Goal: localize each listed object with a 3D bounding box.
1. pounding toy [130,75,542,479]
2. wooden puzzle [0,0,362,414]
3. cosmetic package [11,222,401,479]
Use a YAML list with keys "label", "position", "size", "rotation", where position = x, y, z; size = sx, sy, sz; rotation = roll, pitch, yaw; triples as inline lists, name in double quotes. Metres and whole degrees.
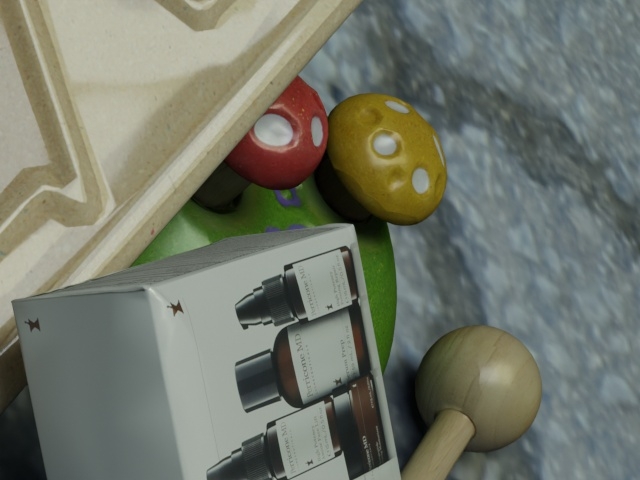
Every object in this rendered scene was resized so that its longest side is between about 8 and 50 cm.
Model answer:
- label: "pounding toy"
  position: [0.000, 0.000, 0.703]
  size: [0.237, 0.110, 0.183]
  rotation: [50, 37, -3]
- label: "wooden puzzle"
  position: [-0.149, -0.137, 0.607]
  size: [0.322, 0.080, 0.348]
  rotation: [42, 63, -5]
- label: "cosmetic package"
  position: [-0.016, 0.122, 0.557]
  size: [0.099, 0.060, 0.239]
  rotation: [-18, 99, -49]
